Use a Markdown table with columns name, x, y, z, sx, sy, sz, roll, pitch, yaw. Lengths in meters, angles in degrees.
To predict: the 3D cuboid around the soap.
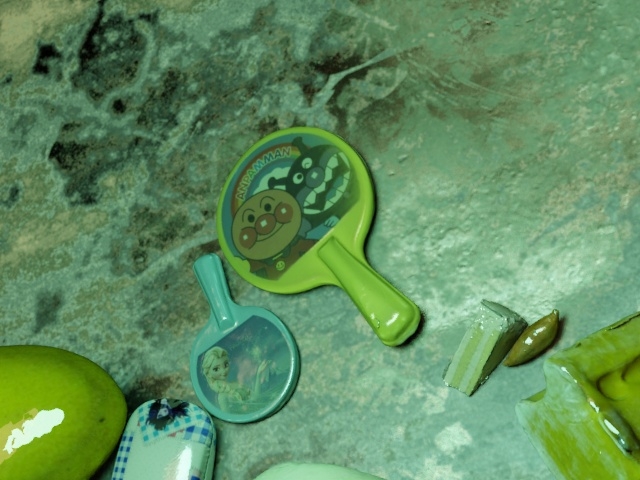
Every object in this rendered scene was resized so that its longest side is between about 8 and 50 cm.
| name | x | y | z | sx | sy | sz | roll | pitch | yaw |
| --- | --- | --- | --- | --- | --- | --- | --- | --- | --- |
| soap | 0.418 | 0.196 | 1.580 | 0.335 | 0.156 | 0.293 | -24 | 68 | -28 |

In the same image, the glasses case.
| name | x | y | z | sx | sy | sz | roll | pitch | yaw |
| --- | --- | --- | --- | --- | --- | --- | --- | --- | --- |
| glasses case | -0.212 | 0.361 | 1.925 | 0.125 | 0.076 | 0.327 | 3 | 73 | 26 |

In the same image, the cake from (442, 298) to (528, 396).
| name | x | y | z | sx | sy | sz | roll | pitch | yaw |
| --- | --- | --- | --- | --- | --- | --- | --- | --- | --- |
| cake | 0.198 | 0.133 | 1.856 | 0.052 | 0.065 | 0.121 | 38 | 112 | 28 |

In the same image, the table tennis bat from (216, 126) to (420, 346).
| name | x | y | z | sx | sy | sz | roll | pitch | yaw |
| --- | --- | --- | --- | --- | --- | --- | --- | --- | --- |
| table tennis bat | 0.000 | 0.000 | 1.971 | 0.224 | 0.054 | 0.369 | -44 | 58 | 5 |

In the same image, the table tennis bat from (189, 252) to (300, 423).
| name | x | y | z | sx | sy | sz | roll | pitch | yaw |
| --- | --- | --- | --- | --- | --- | --- | --- | --- | --- |
| table tennis bat | -0.113 | 0.124 | 1.988 | 0.149 | 0.038 | 0.237 | -26 | 67 | 14 |

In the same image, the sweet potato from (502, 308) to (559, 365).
| name | x | y | z | sx | sy | sz | roll | pitch | yaw |
| --- | --- | --- | --- | --- | --- | --- | --- | --- | --- |
| sweet potato | 0.256 | 0.120 | 1.834 | 0.095 | 0.034 | 0.034 | -46 | 61 | 15 |

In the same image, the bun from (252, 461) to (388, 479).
| name | x | y | z | sx | sy | sz | roll | pitch | yaw |
| --- | --- | --- | --- | --- | --- | --- | --- | --- | --- |
| bun | 0.039 | 0.393 | 1.725 | 0.361 | 0.213 | 0.361 | 13 | 121 | 22 |

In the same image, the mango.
| name | x | y | z | sx | sy | sz | roll | pitch | yaw |
| --- | --- | --- | --- | --- | --- | --- | --- | --- | --- |
| mango | -0.453 | 0.289 | 1.973 | 0.445 | 0.220 | 0.301 | -26 | 60 | 11 |
